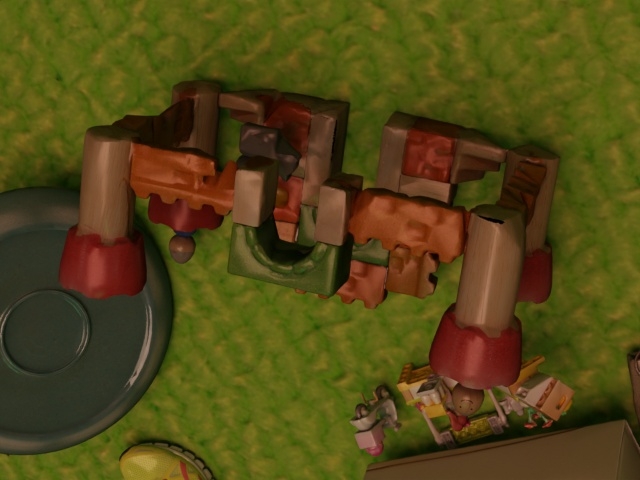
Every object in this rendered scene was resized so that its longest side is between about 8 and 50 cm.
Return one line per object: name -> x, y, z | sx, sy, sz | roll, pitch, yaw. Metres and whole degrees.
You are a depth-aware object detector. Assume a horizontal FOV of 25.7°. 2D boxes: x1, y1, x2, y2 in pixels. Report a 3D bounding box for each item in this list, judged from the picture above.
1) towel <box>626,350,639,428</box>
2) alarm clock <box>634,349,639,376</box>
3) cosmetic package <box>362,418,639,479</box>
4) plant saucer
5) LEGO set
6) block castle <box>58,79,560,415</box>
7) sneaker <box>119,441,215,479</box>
towel -> 0.506, 0.235, 1.479 | 0.312, 0.056, 0.324 | -9, 107, 22
alarm clock -> 0.403, 0.170, 1.427 | 0.192, 0.064, 0.129 | 34, 117, 8
cosmetic package -> 0.204, 0.307, 1.511 | 0.310, 0.113, 0.160 | -14, 120, 26
plant saucer -> -0.310, 0.098, 1.563 | 0.318, 0.044, 0.317 | -6, 106, -23
LEGO set -> 0.177, 0.184, 1.505 | 0.287, 0.132, 0.107 | -13, 111, 42
block castle -> 0.000, 0.000, 1.403 | 0.453, 0.303, 0.212 | 12, 111, 13
sneaker -> -0.160, 0.323, 1.669 | 0.208, 0.094, 0.081 | 39, 115, 2
